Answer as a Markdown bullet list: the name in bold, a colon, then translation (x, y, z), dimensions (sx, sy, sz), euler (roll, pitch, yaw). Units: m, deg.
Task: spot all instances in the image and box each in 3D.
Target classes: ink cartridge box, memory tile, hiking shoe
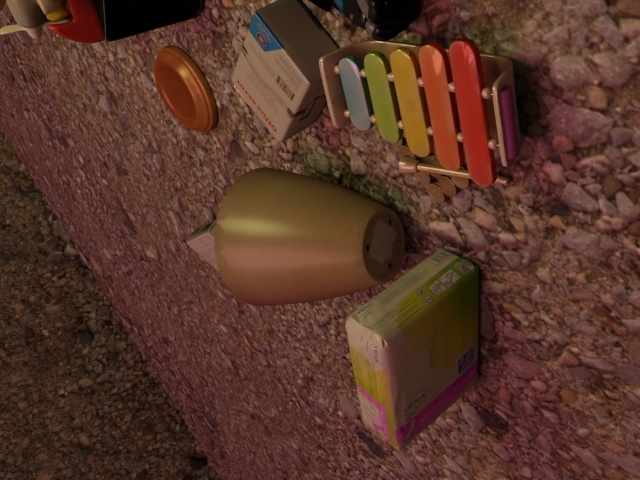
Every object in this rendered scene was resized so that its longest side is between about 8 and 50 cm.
- **ink cartridge box**: translation (-0.056, -0.277, 1.405), dimensions (0.148, 0.086, 0.203), euler (53, 155, 7)
- **memory tile**: translation (0.162, -0.128, 1.293), dimensions (0.148, 0.012, 0.113), euler (54, 154, 2)
- **ink cartridge box**: translation (-0.211, 0.050, 2.125), dimensions (0.232, 0.066, 0.189), euler (39, 158, -16)
- **hiking shoe**: translation (0.036, -0.396, 1.073), dimensions (0.132, 0.113, 0.304), euler (33, 146, 37)

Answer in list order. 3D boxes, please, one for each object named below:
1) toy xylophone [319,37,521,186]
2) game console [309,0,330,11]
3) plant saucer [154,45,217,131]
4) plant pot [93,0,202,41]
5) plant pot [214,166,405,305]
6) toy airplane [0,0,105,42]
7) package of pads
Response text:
- **toy xylophone**: translation (0.149, -0.168, 1.163), dimensions (0.323, 0.081, 0.236), euler (11, 131, 47)
- **game console**: translation (-0.028, -0.417, 1.278), dimensions (0.122, 0.071, 0.107), euler (39, 120, 29)
- **plant saucer**: translation (-0.294, -0.317, 1.824), dimensions (0.200, 0.037, 0.200), euler (41, 151, 28)
- **plant pot**: translation (-0.327, -0.498, 1.521), dimensions (0.167, 0.188, 0.187), euler (60, 158, 21)
- **plant pot**: translation (0.000, 0.000, 1.497), dimensions (0.274, 0.256, 0.256), euler (4, 126, 40)
- **toy airplane**: translation (-0.583, -0.544, 1.623), dimensions (0.384, 0.272, 0.386), euler (52, -179, -5)
- **package of pads**: translation (0.158, 0.186, 1.422), dimensions (0.101, 0.229, 0.296), euler (33, 146, 39)
